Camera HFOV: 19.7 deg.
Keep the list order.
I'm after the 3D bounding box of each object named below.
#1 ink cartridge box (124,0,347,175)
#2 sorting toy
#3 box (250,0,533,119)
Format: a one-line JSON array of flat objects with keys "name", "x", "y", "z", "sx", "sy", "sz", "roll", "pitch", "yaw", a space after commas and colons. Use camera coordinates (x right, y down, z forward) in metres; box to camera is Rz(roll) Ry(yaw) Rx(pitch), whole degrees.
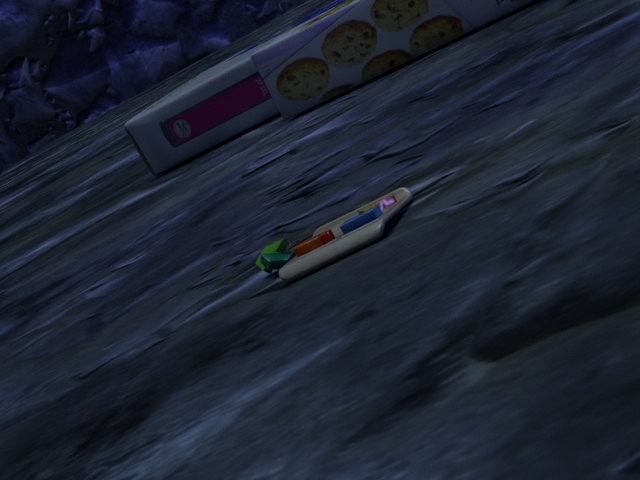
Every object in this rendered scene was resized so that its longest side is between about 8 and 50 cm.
[{"name": "ink cartridge box", "x": 0.006, "y": -0.179, "z": 1.666, "sx": 0.371, "sy": 0.069, "sz": 0.176, "roll": -27, "pitch": 8, "yaw": 32}, {"name": "sorting toy", "x": 0.000, "y": 0.000, "z": 0.861, "sx": 0.083, "sy": 0.012, "sz": 0.062, "roll": -26, "pitch": 10, "yaw": 22}, {"name": "box", "x": 0.084, "y": -0.186, "z": 1.451, "sx": 0.324, "sy": 0.067, "sz": 0.063, "roll": -21, "pitch": 12, "yaw": 38}]
